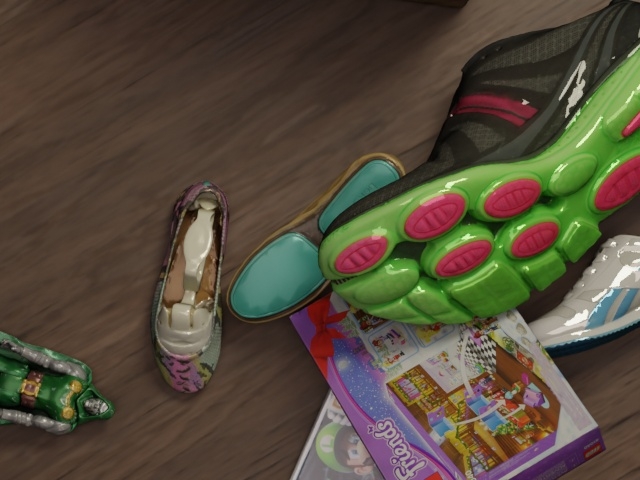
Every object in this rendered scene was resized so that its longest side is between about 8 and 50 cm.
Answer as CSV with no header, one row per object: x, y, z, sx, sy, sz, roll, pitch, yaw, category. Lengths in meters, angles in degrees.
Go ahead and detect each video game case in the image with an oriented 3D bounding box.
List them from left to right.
0.053,0.269,1.939,0.173,0.022,0.190,24,87,2,video game case

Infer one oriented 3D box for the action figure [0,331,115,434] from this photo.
-0.324,0.146,1.931,0.232,0.063,0.137,15,84,-3,action figure

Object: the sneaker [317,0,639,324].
0.196,-0.083,1.872,0.483,0.202,0.185,-32,127,-16,sneaker

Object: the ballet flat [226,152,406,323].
0.000,0.000,1.932,0.232,0.073,0.080,-41,94,4,ballet flat

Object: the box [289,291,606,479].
0.121,0.139,1.856,0.201,0.057,0.293,-30,54,-2,box

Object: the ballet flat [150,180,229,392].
-0.134,0.047,1.924,0.077,0.079,0.221,8,87,0,ballet flat

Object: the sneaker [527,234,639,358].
0.298,0.051,1.926,0.229,0.087,0.092,-25,80,-8,sneaker

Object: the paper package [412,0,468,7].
0.021,-0.352,1.823,0.310,0.325,0.168,10,86,1,paper package
